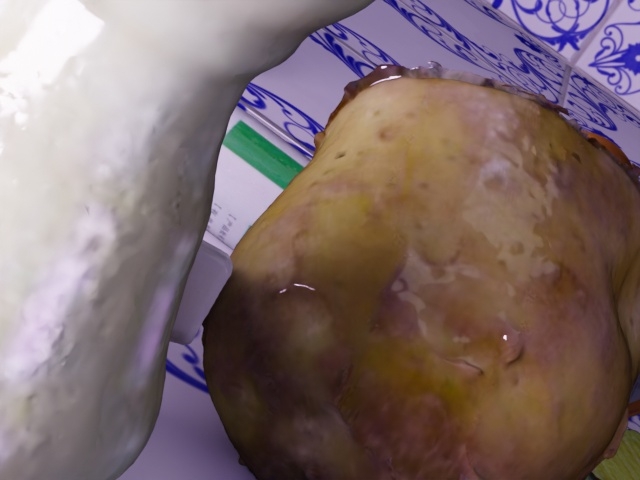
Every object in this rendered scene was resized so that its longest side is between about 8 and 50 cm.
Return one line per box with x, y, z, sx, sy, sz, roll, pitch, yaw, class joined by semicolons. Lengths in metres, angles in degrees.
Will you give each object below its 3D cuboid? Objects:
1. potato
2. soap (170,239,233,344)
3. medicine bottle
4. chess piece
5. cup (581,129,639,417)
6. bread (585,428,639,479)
0.074;0.079;1.032;0.288;0.301;0.237;4;41;6;potato
-0.133;0.003;0.985;0.121;0.064;0.183;29;-4;-17;soap
0.000;0.000;1.279;0.260;0.095;0.095;36;18;5;medicine bottle
-0.092;-0.074;0.732;0.234;0.442;0.234;33;17;-12;chess piece
0.219;0.018;1.502;0.226;0.182;0.264;44;17;-35;cup
0.293;0.231;1.330;0.228;0.033;0.228;30;19;-11;bread
